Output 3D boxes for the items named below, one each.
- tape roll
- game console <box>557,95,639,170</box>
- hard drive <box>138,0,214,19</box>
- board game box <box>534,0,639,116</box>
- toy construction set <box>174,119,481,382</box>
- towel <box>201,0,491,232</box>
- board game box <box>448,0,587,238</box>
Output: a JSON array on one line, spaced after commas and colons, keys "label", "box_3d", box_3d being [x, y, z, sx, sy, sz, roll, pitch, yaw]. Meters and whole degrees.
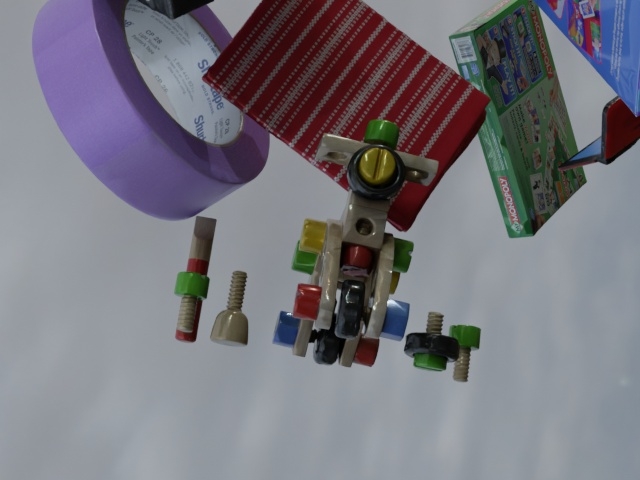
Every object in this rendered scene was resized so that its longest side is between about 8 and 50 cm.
[{"label": "tape roll", "box_3d": [-0.174, -0.161, 1.811, 0.275, 0.090, 0.274, 42, -149, -33]}, {"label": "game console", "box_3d": [0.378, -0.159, 2.228, 0.144, 0.085, 0.124, -35, -46, -36]}, {"label": "hard drive", "box_3d": [-0.156, -0.351, 1.771, 0.237, 0.339, 0.064, -28, -49, -26]}, {"label": "board game box", "box_3d": [0.235, -0.305, 1.374, 0.078, 0.233, 0.347, -20, -42, -14]}, {"label": "toy construction set", "box_3d": [0.000, 0.000, 1.803, 0.257, 0.309, 0.237, 39, -123, -66]}, {"label": "towel", "box_3d": [0.033, -0.156, 1.844, 0.199, 0.275, 0.031, -55, 5, -26]}, {"label": "board game box", "box_3d": [0.297, -0.189, 2.546, 0.213, 0.046, 0.317, -39, -64, -51]}]
